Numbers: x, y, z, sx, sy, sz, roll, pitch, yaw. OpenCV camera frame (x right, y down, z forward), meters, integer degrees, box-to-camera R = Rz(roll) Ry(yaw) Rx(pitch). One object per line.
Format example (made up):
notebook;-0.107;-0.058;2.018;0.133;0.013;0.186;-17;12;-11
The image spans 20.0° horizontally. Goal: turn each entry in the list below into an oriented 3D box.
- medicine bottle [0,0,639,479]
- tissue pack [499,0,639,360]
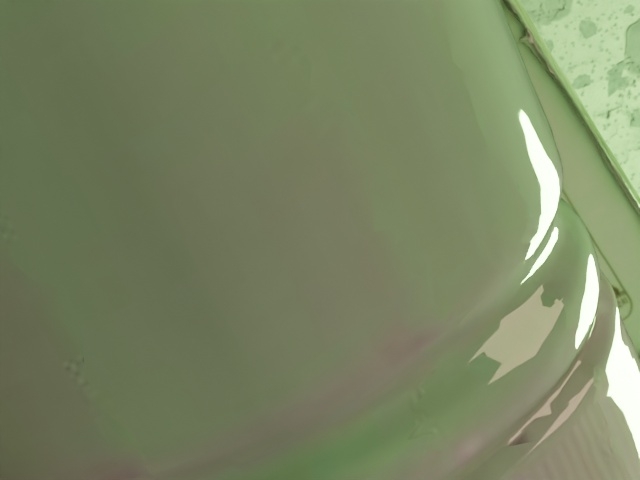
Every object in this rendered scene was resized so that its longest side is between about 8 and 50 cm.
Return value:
medicine bottle;-0.041;-0.022;0.508;0.202;0.202;0.315;-95;162;-70
tissue pack;0.000;0.000;0.690;0.185;0.225;0.124;56;10;-13
